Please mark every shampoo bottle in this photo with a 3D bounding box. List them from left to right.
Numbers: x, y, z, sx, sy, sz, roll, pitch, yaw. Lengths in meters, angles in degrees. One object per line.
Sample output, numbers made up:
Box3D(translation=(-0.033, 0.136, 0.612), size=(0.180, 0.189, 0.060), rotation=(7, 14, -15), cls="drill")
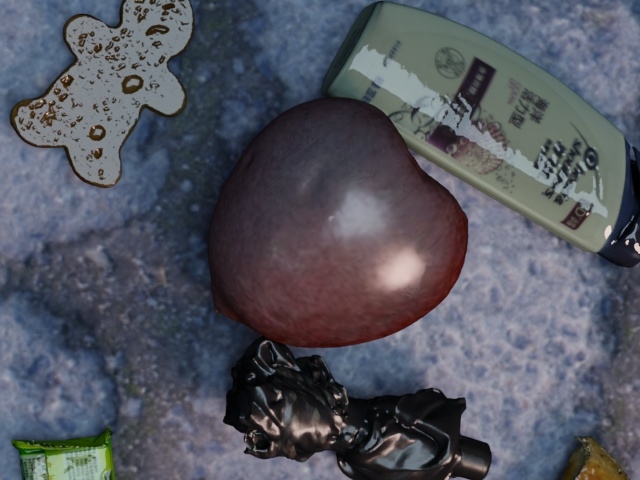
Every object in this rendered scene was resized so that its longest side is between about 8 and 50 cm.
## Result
Box3D(translation=(0.185, -0.110, 1.854), size=(0.359, 0.078, 0.134), rotation=(30, 84, -12), cls="shampoo bottle")

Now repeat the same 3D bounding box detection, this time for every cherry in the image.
Box3D(translation=(0.008, -0.003, 1.759), size=(0.239, 0.206, 0.239), rotation=(-4, 100, -23), cls="cherry")

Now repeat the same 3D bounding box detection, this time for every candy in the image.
Box3D(translation=(-0.237, 0.269, 1.814), size=(0.102, 0.032, 0.178), rotation=(-8, 96, -8), cls="candy")

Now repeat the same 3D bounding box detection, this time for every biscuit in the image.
Box3D(translation=(-0.192, -0.156, 1.796), size=(0.138, 0.031, 0.205), rotation=(34, 87, -12), cls="biscuit")

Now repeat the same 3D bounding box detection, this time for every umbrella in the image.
Box3D(translation=(0.037, 0.183, 1.833), size=(0.272, 0.110, 0.122), rotation=(18, 89, -17), cls="umbrella")

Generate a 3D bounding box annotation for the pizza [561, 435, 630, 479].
Box3D(translation=(0.251, 0.343, 1.904), size=(0.197, 0.058, 0.292), rotation=(-12, 96, -19), cls="pizza")
